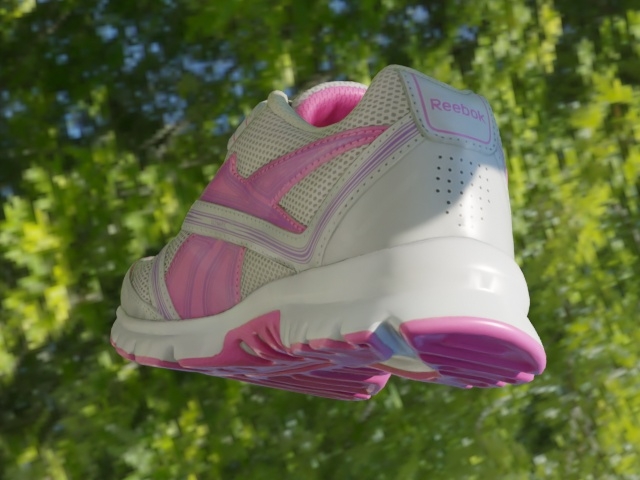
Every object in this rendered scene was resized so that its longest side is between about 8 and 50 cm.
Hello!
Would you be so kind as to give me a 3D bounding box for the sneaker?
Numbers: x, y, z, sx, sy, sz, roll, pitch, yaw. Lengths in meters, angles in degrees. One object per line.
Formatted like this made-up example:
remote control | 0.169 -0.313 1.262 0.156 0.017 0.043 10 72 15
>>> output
sneaker | 0.000 0.000 0.596 0.252 0.103 0.111 -11 -111 57
